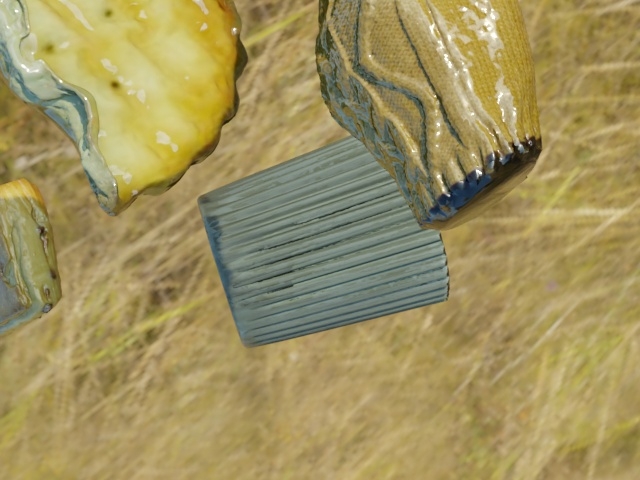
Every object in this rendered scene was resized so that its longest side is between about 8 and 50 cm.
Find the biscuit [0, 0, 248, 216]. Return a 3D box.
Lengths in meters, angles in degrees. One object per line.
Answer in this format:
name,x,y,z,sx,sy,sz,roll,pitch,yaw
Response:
biscuit,-0.224,-0.187,1.428,0.078,0.329,0.335,-28,53,54

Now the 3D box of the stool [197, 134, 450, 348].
stool,0.000,0.000,2.160,0.297,0.330,0.297,163,90,-86

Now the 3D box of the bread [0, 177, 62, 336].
bread,-0.526,0.032,2.306,0.210,0.099,0.235,-26,73,44

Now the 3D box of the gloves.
gloves,0.077,-0.184,1.207,0.203,0.155,0.356,-51,48,54
